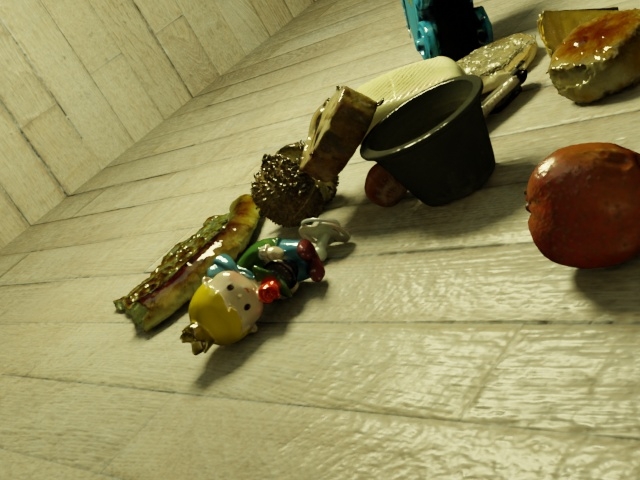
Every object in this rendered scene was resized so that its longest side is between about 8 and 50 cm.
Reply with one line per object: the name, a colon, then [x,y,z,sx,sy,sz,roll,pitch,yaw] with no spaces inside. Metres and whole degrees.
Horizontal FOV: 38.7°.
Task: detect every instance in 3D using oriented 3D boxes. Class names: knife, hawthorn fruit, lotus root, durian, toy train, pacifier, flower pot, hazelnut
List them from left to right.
durian: [-0.057,-0.099,1.781,0.196,0.167,0.196,-32,-5,-3]
pacifier: [0.000,0.000,1.579,0.099,0.081,0.078,-10,58,44]
lotus root: [0.023,-0.191,1.645,0.170,0.074,0.261,-69,13,-12]
hazelnut: [0.122,-0.102,1.623,0.086,0.086,0.086,-27,22,11]
flower pot: [0.199,-0.154,1.529,0.235,0.148,0.235,-29,22,13]
toy train: [0.284,-0.563,2.129,0.188,0.300,0.265,-16,35,-1]
knife: [0.283,-0.216,1.713,0.365,0.043,0.089,-43,-9,-23]
hawthorn fruit: [0.394,-0.045,1.104,0.285,0.165,0.165,-2,28,9]

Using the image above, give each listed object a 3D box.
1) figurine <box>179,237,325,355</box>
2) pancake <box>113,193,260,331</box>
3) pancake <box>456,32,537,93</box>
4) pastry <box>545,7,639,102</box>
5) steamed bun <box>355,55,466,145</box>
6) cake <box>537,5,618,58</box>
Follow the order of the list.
figurine: [-0.112,0.089,1.471,0.185,0.127,0.234,-3,24,38]
pancake: [-0.261,0.027,1.866,0.427,0.067,0.305,-46,24,-29]
pancake: [0.333,-0.362,1.948,0.282,0.049,0.282,-26,21,11]
pastry: [0.496,-0.320,1.574,0.192,0.093,0.182,-47,27,-25]
steamed bun: [0.181,-0.251,1.784,0.239,0.152,0.170,-17,32,9]
cake: [0.506,-0.450,1.834,0.185,0.116,0.080,-39,20,-6]
